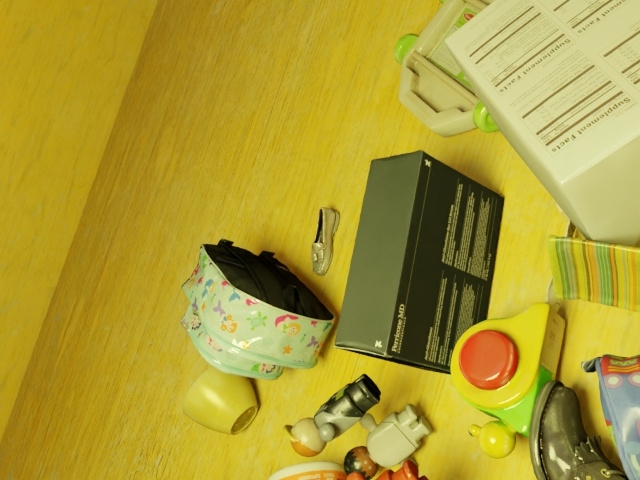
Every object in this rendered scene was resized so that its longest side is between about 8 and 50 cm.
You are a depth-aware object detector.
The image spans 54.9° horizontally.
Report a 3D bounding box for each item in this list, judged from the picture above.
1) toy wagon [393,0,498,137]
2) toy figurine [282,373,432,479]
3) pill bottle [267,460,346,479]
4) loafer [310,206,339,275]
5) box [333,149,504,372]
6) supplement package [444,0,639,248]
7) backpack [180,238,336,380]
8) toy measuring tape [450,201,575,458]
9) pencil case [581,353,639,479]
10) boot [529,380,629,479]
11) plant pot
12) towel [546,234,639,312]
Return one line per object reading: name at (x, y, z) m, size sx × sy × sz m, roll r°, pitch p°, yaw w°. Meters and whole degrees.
toy wagon at (0.261, -0.327, 0.947) m, size 0.344 × 0.068 × 0.267 m, roll -52°, pitch 41°, yaw 18°
toy figurine at (0.070, 0.297, 0.768) m, size 0.148 × 0.213 × 0.209 m, roll -42°, pitch 44°, yaw 10°
pill bottle at (-0.005, 0.437, 0.865) m, size 0.121 × 0.121 × 0.221 m, roll -38°, pitch 47°, yaw 32°
loafer at (0.000, 0.000, 1.125) m, size 0.045 × 0.039 × 0.125 m, roll 0°, pitch 74°, yaw 49°
box at (0.138, 0.037, 0.831) m, size 0.103 × 0.184 × 0.261 m, roll -2°, pitch 72°, yaw 49°
supplement package at (0.309, -0.154, 0.679) m, size 0.198 × 0.199 × 0.263 m, roll -36°, pitch 47°, yaw 16°
backpack at (-0.107, 0.126, 1.045) m, size 0.253 × 0.225 × 0.191 m, roll 27°, pitch 96°, yaw 54°
toy measuring tape at (0.234, 0.097, 0.758) m, size 0.121 × 0.121 × 0.330 m, roll -3°, pitch 63°, yaw 49°
pencil case at (0.388, 0.119, 0.505) m, size 0.306 × 0.133 × 0.119 m, roll -22°, pitch 83°, yaw 25°
boot at (0.336, 0.254, 0.592) m, size 0.229 × 0.091 × 0.263 m, roll -21°, pitch 62°, yaw 37°
plant pot at (-0.171, 0.300, 1.136) m, size 0.095 × 0.134 × 0.134 m, roll 37°, pitch 103°, yaw 26°
towel at (0.347, 0.048, 0.613) m, size 0.237 × 0.102 × 0.021 m, roll 12°, pitch 57°, yaw 39°
